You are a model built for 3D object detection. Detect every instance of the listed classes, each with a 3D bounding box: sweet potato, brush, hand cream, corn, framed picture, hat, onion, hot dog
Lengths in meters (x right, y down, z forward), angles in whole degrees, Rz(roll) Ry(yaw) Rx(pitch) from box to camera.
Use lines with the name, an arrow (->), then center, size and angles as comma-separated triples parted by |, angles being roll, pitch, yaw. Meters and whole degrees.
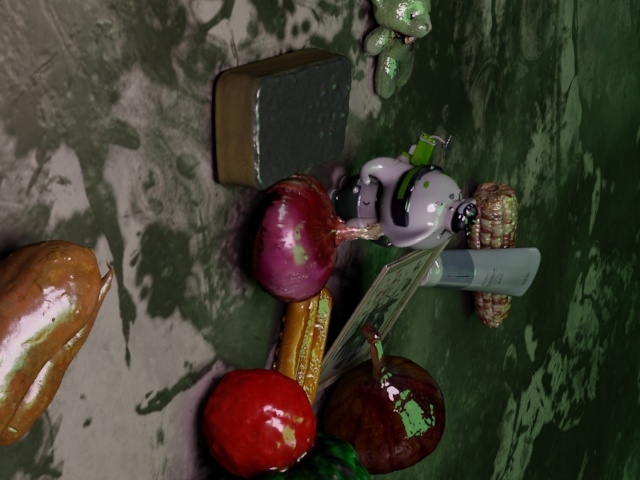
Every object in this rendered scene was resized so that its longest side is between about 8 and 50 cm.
sweet potato -> -0.239, 0.098, 1.158 | 0.195, 0.056, 0.056 | -57, 147, -11
brush -> -0.037, -0.132, 1.415 | 0.197, 0.059, 0.123 | -27, 126, -53
hand cream -> 0.227, 0.044, 1.887 | 0.255, 0.048, 0.079 | 2, 118, -44
corn -> 0.259, 0.023, 1.980 | 0.079, 0.080, 0.237 | -43, 138, -45
framed picture -> 0.067, 0.095, 1.631 | 0.173, 0.010, 0.231 | -25, 151, -54
sweet potato -> -0.278, 0.113, 1.074 | 0.291, 0.097, 0.097 | -57, 146, -18
hat -> -0.035, 0.298, 1.459 | 0.242, 0.274, 0.332 | -12, 84, -69
onion -> 0.000, 0.000, 1.453 | 0.150, 0.140, 0.150 | 6, 90, -76
hot dog -> -0.023, 0.125, 1.560 | 0.071, 0.045, 0.165 | 0, 101, -58

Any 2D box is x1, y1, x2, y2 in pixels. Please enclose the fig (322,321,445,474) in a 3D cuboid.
fig -> 0.090, 0.210, 1.648 | 0.149, 0.202, 0.148 | 4, 62, -23

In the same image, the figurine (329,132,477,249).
figurine -> 0.101, -0.043, 1.554 | 0.147, 0.192, 0.126 | -42, 132, -40

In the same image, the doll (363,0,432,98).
doll -> 0.102, -0.248, 1.605 | 0.115, 0.077, 0.150 | -31, 139, -39
